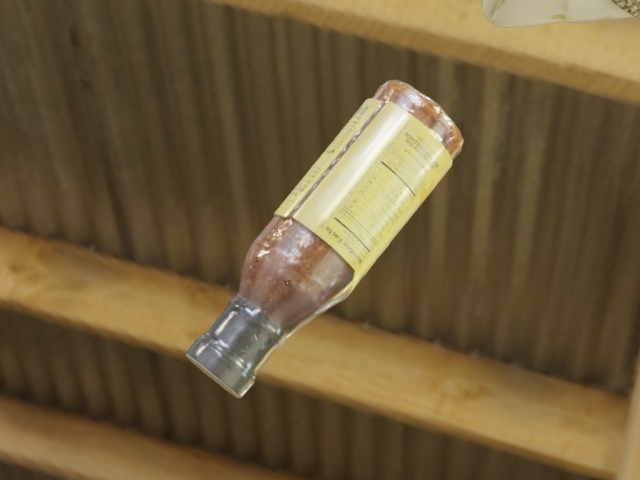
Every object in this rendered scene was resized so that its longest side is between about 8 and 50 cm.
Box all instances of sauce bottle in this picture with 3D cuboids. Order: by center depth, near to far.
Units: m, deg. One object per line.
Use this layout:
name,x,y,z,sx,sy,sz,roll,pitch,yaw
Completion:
sauce bottle,0.000,0.000,0.547,0.042,0.128,0.042,39,-8,6

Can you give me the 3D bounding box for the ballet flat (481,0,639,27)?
ballet flat,0.114,-0.253,1.028,0.483,0.164,0.182,26,-61,-26
